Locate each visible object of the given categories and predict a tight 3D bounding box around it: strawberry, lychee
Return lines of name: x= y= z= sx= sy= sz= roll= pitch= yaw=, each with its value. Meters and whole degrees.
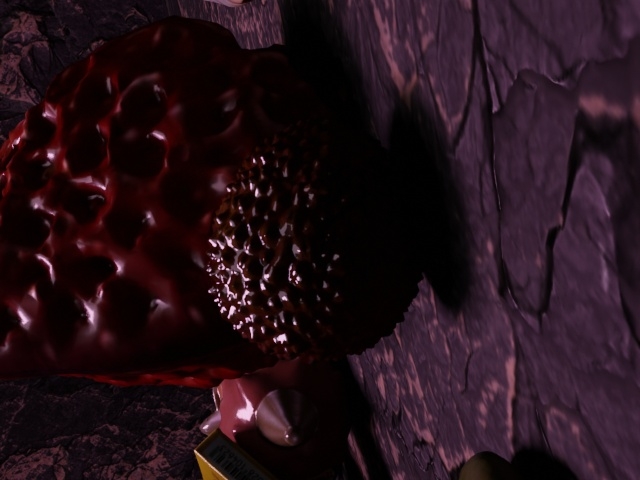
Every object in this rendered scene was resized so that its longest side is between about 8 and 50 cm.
strawberry: x=-0.155 y=-0.010 z=0.663 sx=0.317 sy=0.344 sz=0.296 roll=-125 pitch=21 yaw=-66
lychee: x=-0.003 y=-0.002 z=0.464 sx=0.123 sy=0.123 sz=0.129 roll=-123 pitch=19 yaw=-63

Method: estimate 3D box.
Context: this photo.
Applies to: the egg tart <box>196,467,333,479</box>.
egg tart: x=-0.060 y=0.311 z=1.022 sx=0.241 sy=0.240 sz=0.106 roll=-147 pitch=64 yaw=-77

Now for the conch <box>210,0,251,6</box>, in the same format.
conch: x=-0.100 y=-0.274 z=0.813 sx=0.176 sy=0.094 sz=0.105 roll=29 pitch=126 yaw=40

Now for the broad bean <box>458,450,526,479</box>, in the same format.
broad bean: x=0.094 y=0.193 z=0.409 sx=0.153 sy=0.072 sz=0.207 roll=-128 pitch=36 yaw=-62

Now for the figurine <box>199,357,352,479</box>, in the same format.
figurine: x=-0.056 y=0.180 z=0.944 sx=0.387 sy=0.166 sz=0.207 roll=-136 pitch=28 yaw=-76

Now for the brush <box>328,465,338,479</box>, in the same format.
brush: x=-0.002 y=0.350 z=1.222 sx=0.071 sy=0.084 sz=0.301 roll=-109 pitch=4 yaw=-47

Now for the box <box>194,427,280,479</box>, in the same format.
box: x=-0.005 y=0.305 z=0.818 sx=0.279 sy=0.041 sz=0.153 roll=34 pitch=149 yaw=26
